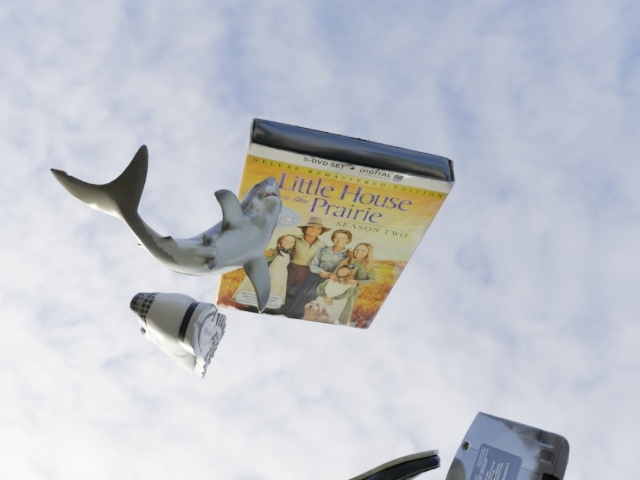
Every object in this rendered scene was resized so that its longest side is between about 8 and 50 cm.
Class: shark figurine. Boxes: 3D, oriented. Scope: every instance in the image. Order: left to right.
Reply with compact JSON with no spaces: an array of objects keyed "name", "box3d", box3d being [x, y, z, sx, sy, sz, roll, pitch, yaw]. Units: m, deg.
[{"name":"shark figurine","box3d":[-0.150,0.001,0.676,0.116,0.278,0.166,-5,-94,33]}]

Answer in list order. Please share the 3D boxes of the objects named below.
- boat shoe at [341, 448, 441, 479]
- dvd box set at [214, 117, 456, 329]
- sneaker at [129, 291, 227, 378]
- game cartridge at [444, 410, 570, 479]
[{"name":"boat shoe","box3d":[0.093,0.426,1.043,0.255,0.095,0.079,-25,-119,7]},{"name":"dvd box set","box3d":[0.000,0.000,1.031,0.308,0.062,0.420,10,-40,-11]},{"name":"sneaker","box3d":[-0.187,0.123,0.836,0.095,0.235,0.090,15,-116,3]},{"name":"game cartridge","box3d":[0.249,0.413,0.920,0.062,0.198,0.297,26,-103,-14]}]
